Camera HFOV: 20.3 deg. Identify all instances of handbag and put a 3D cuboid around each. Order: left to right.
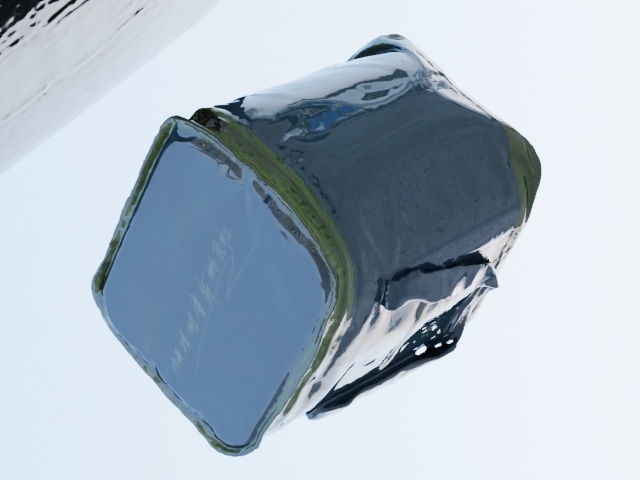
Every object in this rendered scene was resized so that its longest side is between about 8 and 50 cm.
[{"bbox_3d":[0.000,0.000,1.311,0.241,0.263,0.222,-29,-112,-41],"label":"handbag"}]

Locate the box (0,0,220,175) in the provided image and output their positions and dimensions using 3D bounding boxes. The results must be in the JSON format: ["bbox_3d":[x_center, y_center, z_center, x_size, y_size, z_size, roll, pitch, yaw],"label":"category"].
[{"bbox_3d":[-0.203,-0.176,1.291,0.350,0.359,0.091,-40,-100,-13],"label":"box"}]
